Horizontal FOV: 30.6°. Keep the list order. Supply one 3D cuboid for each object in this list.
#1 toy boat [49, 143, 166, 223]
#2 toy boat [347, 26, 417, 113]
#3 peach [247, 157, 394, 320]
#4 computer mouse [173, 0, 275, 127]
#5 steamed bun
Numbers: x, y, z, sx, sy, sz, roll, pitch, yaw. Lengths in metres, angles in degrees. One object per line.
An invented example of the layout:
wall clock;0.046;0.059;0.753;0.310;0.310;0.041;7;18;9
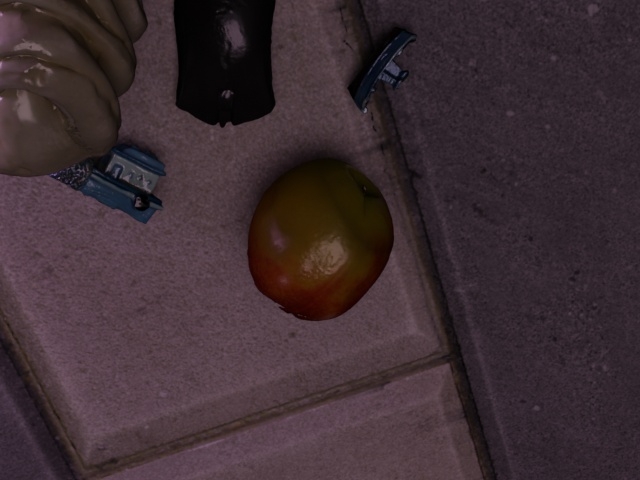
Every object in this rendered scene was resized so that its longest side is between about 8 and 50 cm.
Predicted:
toy boat;-0.327;-0.116;1.682;0.238;0.109;0.098;27;91;-25
toy boat;0.094;-0.245;1.696;0.061;0.060;0.137;39;104;-3
peach;0.000;0.000;1.722;0.231;0.231;0.231;-4;119;-7
computer mouse;-0.133;-0.270;1.637;0.147;0.088;0.264;-2;121;-5
steamed bun;-0.343;-0.265;1.482;0.247;0.352;0.339;-10;138;-30
